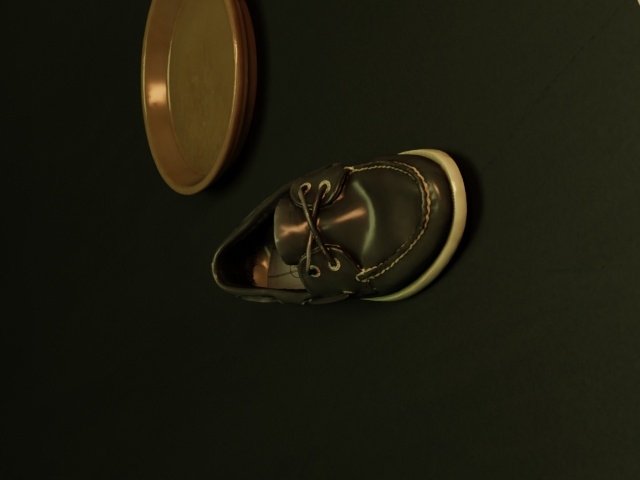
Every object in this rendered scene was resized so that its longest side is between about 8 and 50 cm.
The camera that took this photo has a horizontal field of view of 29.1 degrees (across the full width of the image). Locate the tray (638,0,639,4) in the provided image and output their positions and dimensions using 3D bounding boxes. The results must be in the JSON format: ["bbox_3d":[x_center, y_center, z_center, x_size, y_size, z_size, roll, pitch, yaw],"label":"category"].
[{"bbox_3d":[0.282,-0.099,0.694,0.145,0.030,0.270,-58,44,46],"label":"tray"}]

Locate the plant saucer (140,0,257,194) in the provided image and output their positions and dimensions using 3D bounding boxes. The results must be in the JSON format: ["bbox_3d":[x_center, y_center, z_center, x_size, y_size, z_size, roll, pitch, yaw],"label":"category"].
[{"bbox_3d":[-0.142,-0.191,1.428,0.278,0.041,0.278,5,96,60],"label":"plant saucer"}]

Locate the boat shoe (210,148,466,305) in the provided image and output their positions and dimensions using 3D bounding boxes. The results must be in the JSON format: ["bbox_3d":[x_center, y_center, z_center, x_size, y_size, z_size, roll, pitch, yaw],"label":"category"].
[{"bbox_3d":[-0.001,-0.004,1.114,0.340,0.113,0.127,-12,81,60],"label":"boat shoe"}]
